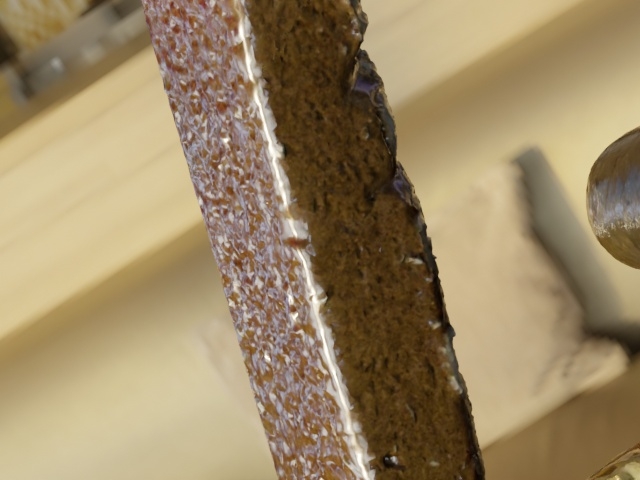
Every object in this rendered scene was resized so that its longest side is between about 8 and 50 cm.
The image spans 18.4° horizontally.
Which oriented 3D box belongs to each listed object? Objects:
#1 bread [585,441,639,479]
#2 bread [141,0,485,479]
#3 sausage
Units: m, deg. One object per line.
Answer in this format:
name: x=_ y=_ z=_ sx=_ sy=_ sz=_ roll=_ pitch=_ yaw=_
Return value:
bread: x=0.145 y=0.265 z=1.183 sx=0.388 sy=0.183 sz=0.236 roll=-40 pitch=-8 yaw=21
bread: x=0.000 y=0.000 z=1.309 sx=0.113 sy=0.416 sz=0.165 roll=-18 pitch=9 yaw=-24
sausage: x=0.299 y=-0.045 z=1.395 sx=0.136 sy=0.123 sz=0.501 roll=-24 pitch=2 yaw=-7
